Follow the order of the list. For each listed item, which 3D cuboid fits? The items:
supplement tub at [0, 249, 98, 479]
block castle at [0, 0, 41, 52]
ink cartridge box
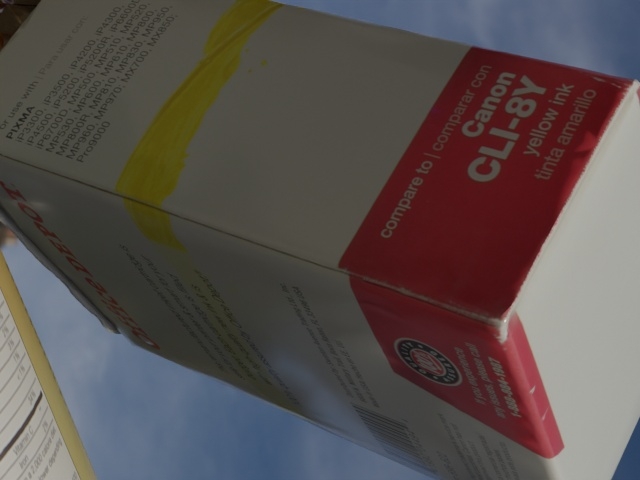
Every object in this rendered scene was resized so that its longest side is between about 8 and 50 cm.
[{"bbox_3d":[-0.195,0.064,0.356,0.228,0.228,0.316,11,-56,57],"label":"supplement tub"},{"bbox_3d":[-0.187,-0.361,0.871,0.303,0.213,0.453,27,-60,34],"label":"block castle"},{"bbox_3d":[0.000,0.000,0.746,0.384,0.279,0.160,18,-114,30],"label":"ink cartridge box"}]
